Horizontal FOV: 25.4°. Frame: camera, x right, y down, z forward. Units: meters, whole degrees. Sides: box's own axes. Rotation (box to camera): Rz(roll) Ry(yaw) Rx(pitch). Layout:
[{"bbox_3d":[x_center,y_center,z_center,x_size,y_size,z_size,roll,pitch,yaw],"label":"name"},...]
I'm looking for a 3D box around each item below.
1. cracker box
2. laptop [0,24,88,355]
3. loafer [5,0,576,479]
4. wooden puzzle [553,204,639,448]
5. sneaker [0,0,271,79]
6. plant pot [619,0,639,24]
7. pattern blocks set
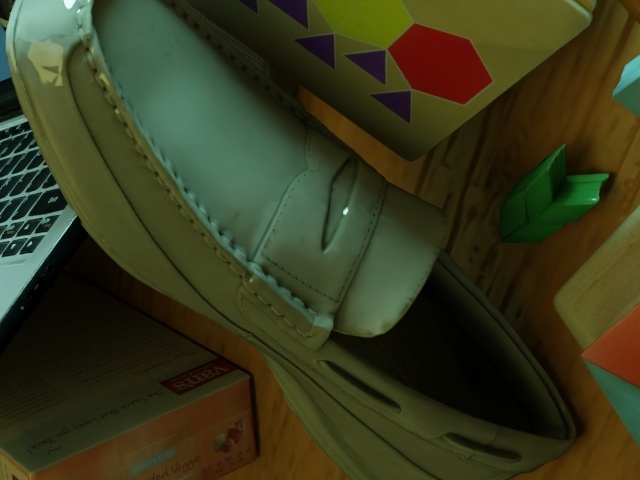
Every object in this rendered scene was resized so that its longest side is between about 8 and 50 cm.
[{"bbox_3d":[-0.171,0.102,0.919,0.232,0.156,0.067,23,125,47],"label":"cracker box"},{"bbox_3d":[-0.267,-0.117,0.880,0.236,0.408,0.382,43,154,-24],"label":"laptop"},{"bbox_3d":[0.000,0.000,0.598,0.111,0.112,0.319,-14,134,35],"label":"loafer"},{"bbox_3d":[0.172,0.074,0.484,0.221,0.044,0.238,58,160,15],"label":"wooden puzzle"},{"bbox_3d":[-0.069,-0.199,0.636,0.210,0.137,0.365,-3,117,44],"label":"sneaker"},{"bbox_3d":[0.181,-0.074,0.319,0.188,0.205,0.205,56,144,7],"label":"plant pot"},{"bbox_3d":[0.002,-0.115,0.544,0.325,0.026,0.285,40,147,-18],"label":"pattern blocks set"}]
